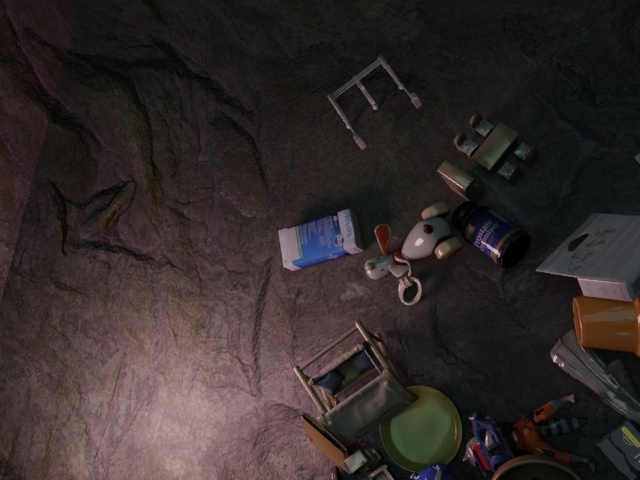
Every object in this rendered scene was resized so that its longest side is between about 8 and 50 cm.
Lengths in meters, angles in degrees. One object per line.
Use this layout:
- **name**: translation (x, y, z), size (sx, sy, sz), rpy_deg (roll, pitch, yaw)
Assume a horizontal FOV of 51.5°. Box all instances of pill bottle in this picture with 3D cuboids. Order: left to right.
- **pill bottle**: translation (0.488, -0.024, 1.922), size (0.122, 0.123, 0.219), rpy_deg (-51, 49, 4)

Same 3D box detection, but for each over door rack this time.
- **over door rack**: translation (0.177, -0.447, 2.185), size (0.240, 0.108, 0.324), rpy_deg (-36, 43, 11)

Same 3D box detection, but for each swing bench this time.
- **swing bench**: translation (0.102, 0.419, 1.932), size (0.253, 0.165, 0.254), rpy_deg (-38, 54, 11)

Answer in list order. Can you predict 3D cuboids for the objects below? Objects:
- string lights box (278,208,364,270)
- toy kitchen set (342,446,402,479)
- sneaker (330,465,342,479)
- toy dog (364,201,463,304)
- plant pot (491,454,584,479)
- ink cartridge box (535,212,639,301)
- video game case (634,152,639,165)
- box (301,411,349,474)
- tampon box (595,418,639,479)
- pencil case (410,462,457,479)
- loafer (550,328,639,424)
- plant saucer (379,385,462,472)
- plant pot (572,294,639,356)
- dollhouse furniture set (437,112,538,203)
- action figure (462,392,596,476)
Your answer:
- **string lights box**: translation (0.000, 0.000, 2.171), size (0.260, 0.077, 0.133), rpy_deg (-16, 70, 20)
- **toy kitchen set**: translation (0.152, 0.701, 1.853), size (0.122, 0.166, 0.207), rpy_deg (-44, 62, 7)
- **sneaker**: translation (0.024, 0.760, 1.960), size (0.089, 0.051, 0.170), rpy_deg (-14, 73, 15)
- **toy dog**: translation (0.260, 0.023, 1.964), size (0.333, 0.161, 0.220), rpy_deg (-52, 59, 19)
- **plant pot**: translation (0.532, 0.616, 1.624), size (0.238, 0.110, 0.237), rpy_deg (3, 103, 13)
- **ink cartridge box**: translation (0.758, 0.034, 1.726), size (0.296, 0.066, 0.261), rpy_deg (-38, 23, -26)
- **video game case**: translation (1.007, -0.202, 1.804), size (0.193, 0.023, 0.212), rpy_deg (-34, 64, 12)
- **box**: translation (0.020, 0.595, 1.931), size (0.164, 0.201, 0.021), rpy_deg (34, 64, 28)
- **tampon box**: translation (0.761, 0.518, 1.633), size (0.101, 0.161, 0.120), rpy_deg (-43, 63, 8)
- **pencil case**: translation (0.364, 0.709, 1.722), size (0.120, 0.133, 0.306), rpy_deg (-16, 33, -22)
- **loafer**: translation (0.749, 0.356, 1.713), size (0.319, 0.112, 0.111), rpy_deg (40, 102, 28)
- **plant saucer**: translation (0.291, 0.542, 1.909), size (0.241, 0.037, 0.240), rpy_deg (-7, 71, 23)
- **plant pot**: translation (0.751, 0.199, 1.687), size (0.188, 0.205, 0.205), rpy_deg (-7, 72, 13)
- **dollhouse furniture set**: translation (0.482, -0.248, 1.975), size (0.212, 0.161, 0.242), rpy_deg (40, 94, 28)
- **action figure**: translation (0.546, 0.566, 1.754), size (0.330, 0.178, 0.341), rpy_deg (-17, 99, 26)
